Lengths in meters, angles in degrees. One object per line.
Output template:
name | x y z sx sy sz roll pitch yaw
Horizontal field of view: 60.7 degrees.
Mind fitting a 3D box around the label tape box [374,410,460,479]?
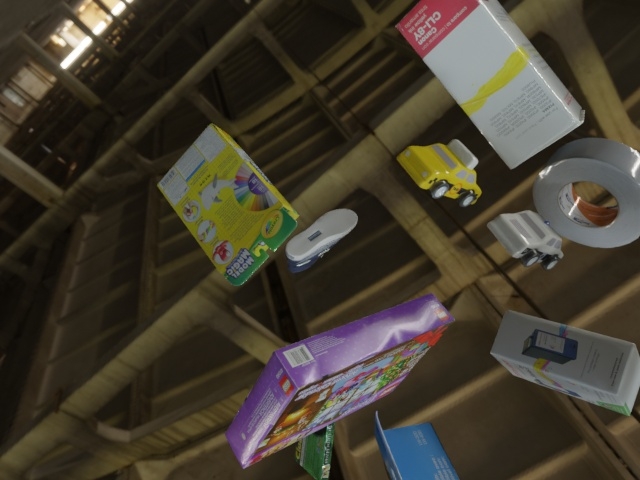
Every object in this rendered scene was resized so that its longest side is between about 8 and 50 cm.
label tape box | 0.194 0.450 0.897 0.115 0.347 0.249 -19 -136 -6

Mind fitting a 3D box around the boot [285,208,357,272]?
boot | 0.000 0.000 1.247 0.190 0.086 0.069 -29 -115 -19

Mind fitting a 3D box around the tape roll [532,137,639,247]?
tape roll | 0.538 -0.090 1.077 0.072 0.219 0.219 -45 -153 -29

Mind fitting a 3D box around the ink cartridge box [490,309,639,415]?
ink cartridge box | 0.429 0.211 0.955 0.212 0.154 0.093 16 -107 41

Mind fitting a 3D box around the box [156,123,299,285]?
box | -0.102 -0.040 0.622 0.105 0.043 0.179 -46 -120 10

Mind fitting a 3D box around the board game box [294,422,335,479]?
board game box | -0.011 0.461 1.388 0.136 0.030 0.259 14 -81 55

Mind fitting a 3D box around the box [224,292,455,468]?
box | 0.032 0.185 0.748 0.057 0.293 0.201 53 -46 26

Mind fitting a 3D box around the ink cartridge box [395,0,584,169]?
ink cartridge box | 0.374 -0.364 1.171 0.160 0.384 0.279 -40 177 32

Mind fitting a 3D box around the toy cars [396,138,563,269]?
toy cars | 0.313 -0.071 0.986 0.087 0.394 0.176 -50 -167 27
